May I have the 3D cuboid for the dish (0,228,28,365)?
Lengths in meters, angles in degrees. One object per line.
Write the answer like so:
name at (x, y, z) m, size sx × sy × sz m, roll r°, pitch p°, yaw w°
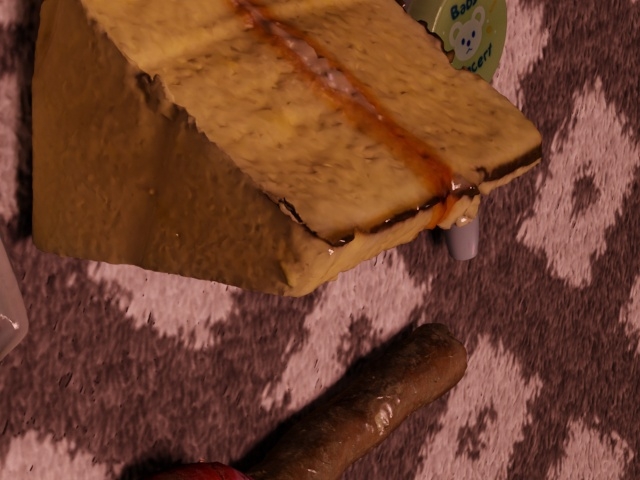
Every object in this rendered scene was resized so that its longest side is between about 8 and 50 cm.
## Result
dish at (-0.245, 0.053, 1.023) m, size 0.243 × 0.080 × 0.182 m, roll -43°, pitch 136°, yaw -35°

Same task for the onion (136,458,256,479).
onion at (-0.077, 0.234, 1.286) m, size 0.150 × 0.140 × 0.150 m, roll -22°, pitch 128°, yaw -30°

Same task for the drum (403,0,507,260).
drum at (0.113, -0.112, 1.481) m, size 0.130 × 0.049 × 0.253 m, roll -51°, pitch 140°, yaw -29°

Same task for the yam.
yam at (0.026, 0.143, 1.463) m, size 0.253 × 0.061 × 0.061 m, roll -36°, pitch 132°, yaw -43°

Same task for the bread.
bread at (-0.011, -0.093, 1.148) m, size 0.263 × 0.236 × 0.198 m, roll -27°, pitch 126°, yaw -48°
